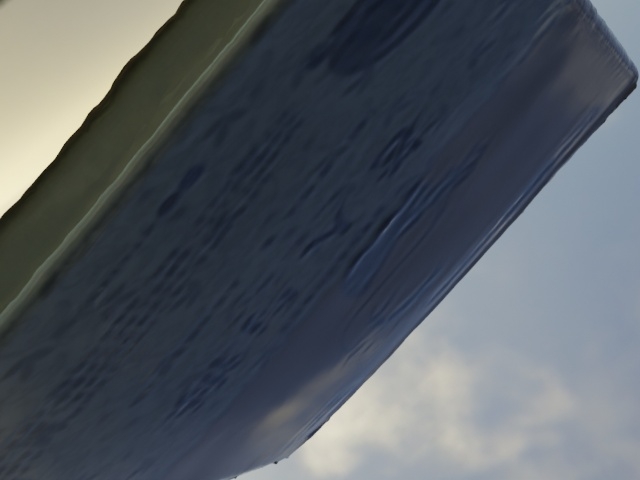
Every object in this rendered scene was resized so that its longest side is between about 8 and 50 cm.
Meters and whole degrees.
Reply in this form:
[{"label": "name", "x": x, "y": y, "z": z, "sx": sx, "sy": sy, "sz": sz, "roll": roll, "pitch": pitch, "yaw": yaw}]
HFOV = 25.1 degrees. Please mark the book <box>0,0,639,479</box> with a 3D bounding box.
[{"label": "book", "x": 0.000, "y": 0.000, "z": 0.532, "sx": 0.269, "sy": 0.032, "sz": 0.389, "roll": -48, "pitch": 164, "yaw": 12}]
